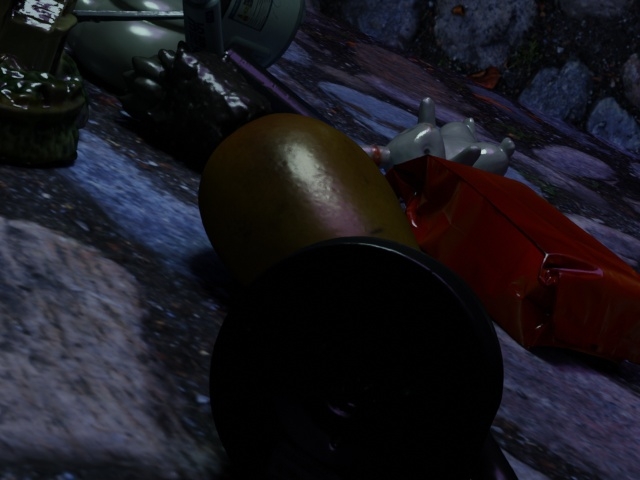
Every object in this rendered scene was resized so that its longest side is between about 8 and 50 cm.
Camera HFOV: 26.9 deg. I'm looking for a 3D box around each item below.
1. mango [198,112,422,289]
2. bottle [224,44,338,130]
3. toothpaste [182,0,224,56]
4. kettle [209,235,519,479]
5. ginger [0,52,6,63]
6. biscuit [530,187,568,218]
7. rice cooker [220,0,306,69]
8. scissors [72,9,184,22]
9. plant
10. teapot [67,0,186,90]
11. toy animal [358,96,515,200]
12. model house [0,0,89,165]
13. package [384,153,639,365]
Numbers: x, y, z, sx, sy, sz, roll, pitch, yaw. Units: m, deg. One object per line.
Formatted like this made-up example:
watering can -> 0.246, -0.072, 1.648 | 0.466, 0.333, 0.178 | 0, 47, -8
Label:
mango -> 0.000, 0.000, 1.336 | 0.211, 0.173, 0.317 | 15, 30, -50
bottle -> -0.051, -0.178, 1.909 | 0.244, 0.072, 0.082 | 39, -20, -7
toothpaste -> -0.154, -0.251, 1.803 | 0.075, 0.297, 0.048 | 25, 60, 15
kettle -> 0.068, 0.104, 1.044 | 0.251, 0.207, 0.271 | 21, 7, 11
ginger -> -0.421, -0.151, 1.285 | 0.214, 0.133, 0.059 | 13, -21, -16
biscuit -> 0.344, -0.058, 2.283 | 0.160, 0.030, 0.249 | 16, 18, -27
rice cooker -> -0.187, -0.405, 2.182 | 0.317, 0.317, 0.264 | 7, 64, -47
scissors -> -0.316, -0.296, 1.747 | 0.360, 0.029, 0.191 | -5, -3, -15
plant -> -0.160, -0.178, 1.725 | 0.194, 0.132, 0.129 | 37, 18, 22
teapot -> -0.296, -0.304, 1.893 | 0.318, 0.149, 0.220 | 11, 19, -44
toy animal -> 0.169, -0.133, 2.065 | 0.282, 0.138, 0.140 | 8, 28, -44
model house -> -0.349, -0.260, 1.468 | 0.261, 0.266, 0.321 | 19, 16, -7
package -> 0.251, 0.013, 1.749 | 0.196, 0.123, 0.423 | 16, 19, -36
